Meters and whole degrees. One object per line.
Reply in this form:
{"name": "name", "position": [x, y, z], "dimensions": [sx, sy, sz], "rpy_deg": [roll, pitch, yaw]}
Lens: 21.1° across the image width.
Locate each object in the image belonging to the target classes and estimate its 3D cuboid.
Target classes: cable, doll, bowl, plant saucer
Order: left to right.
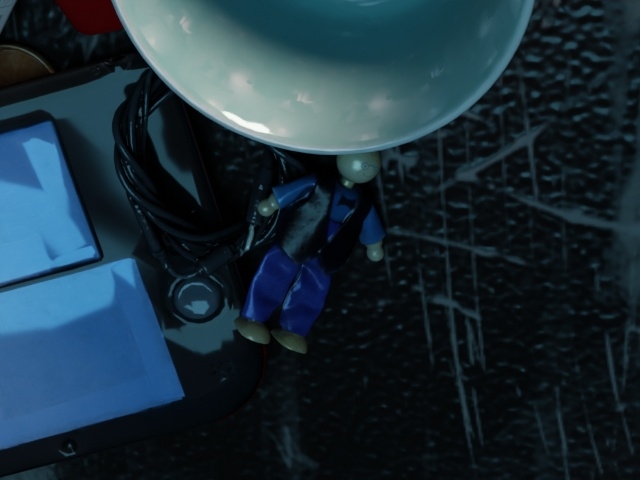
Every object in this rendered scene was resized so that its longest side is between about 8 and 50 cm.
{"name": "plant saucer", "position": [-0.259, -0.130, 1.460], "dimensions": [0.083, 0.013, 0.083], "rpy_deg": [6, 120, 11]}
{"name": "cable", "position": [-0.090, -0.066, 1.401], "dimensions": [0.150, 0.047, 0.184], "rpy_deg": [-24, 112, -9]}
{"name": "doll", "position": [0.000, 0.000, 1.430], "dimensions": [0.129, 0.046, 0.189], "rpy_deg": [17, 106, -29]}
{"name": "bowl", "position": [0.011, -0.234, 1.243], "dimensions": [0.312, 0.163, 0.311], "rpy_deg": [6, 120, 11]}

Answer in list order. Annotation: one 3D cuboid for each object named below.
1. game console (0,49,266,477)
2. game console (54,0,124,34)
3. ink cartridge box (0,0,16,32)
{"name": "game console", "position": [-0.265, 0.040, 1.481], "dimensions": [0.387, 0.060, 0.342], "rpy_deg": [-15, 116, 5]}
{"name": "game console", "position": [-0.153, -0.240, 1.370], "dimensions": [0.144, 0.085, 0.124], "rpy_deg": [-9, 86, 18]}
{"name": "ink cartridge box", "position": [-0.323, -0.303, 1.347], "dimensions": [0.261, 0.066, 0.296], "rpy_deg": [44, 123, 15]}
